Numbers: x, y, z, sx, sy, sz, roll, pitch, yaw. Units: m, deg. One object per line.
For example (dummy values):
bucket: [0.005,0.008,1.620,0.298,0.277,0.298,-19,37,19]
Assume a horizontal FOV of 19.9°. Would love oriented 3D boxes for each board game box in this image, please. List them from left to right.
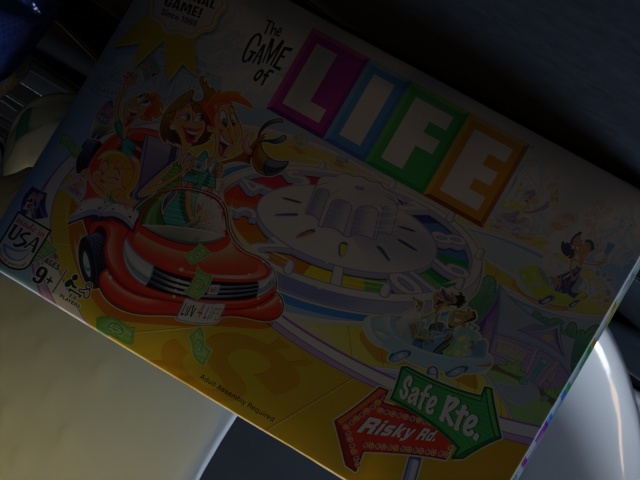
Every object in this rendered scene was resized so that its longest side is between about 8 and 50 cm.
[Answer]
board game box: [0.000,0.000,0.488,0.154,0.103,0.026,29,175,13]

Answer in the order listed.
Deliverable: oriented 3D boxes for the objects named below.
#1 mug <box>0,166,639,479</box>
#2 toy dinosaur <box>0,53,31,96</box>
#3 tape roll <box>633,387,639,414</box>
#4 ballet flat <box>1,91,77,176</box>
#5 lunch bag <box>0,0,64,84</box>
mug: [-0.062,0.142,0.802,0.328,0.276,0.374,16,132,45]
toy dinosaur: [-0.175,-0.096,0.722,0.160,0.121,0.313,19,175,-20]
tape roll: [0.100,0.203,0.988,0.286,0.286,0.100,31,175,-3]
ballet flat: [-0.052,0.026,1.187,0.400,0.139,0.139,39,171,-38]
lunch bag: [-0.110,-0.089,0.483,0.098,0.065,0.067,31,-168,-14]
